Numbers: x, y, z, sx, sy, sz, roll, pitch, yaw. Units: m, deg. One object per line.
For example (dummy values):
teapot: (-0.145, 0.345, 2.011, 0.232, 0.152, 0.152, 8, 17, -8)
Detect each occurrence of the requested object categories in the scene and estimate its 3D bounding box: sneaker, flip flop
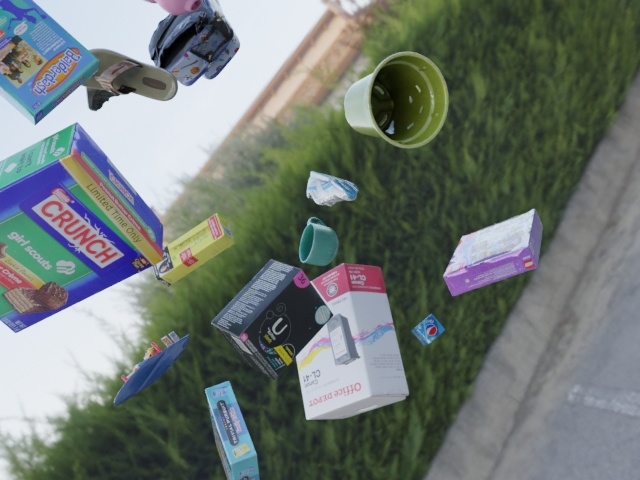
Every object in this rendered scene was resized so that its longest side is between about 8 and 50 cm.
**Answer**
sneaker: (0.037, -0.146, 2.154, 0.229, 0.087, 0.092, 28, 105, 57)
sneaker: (-0.609, -0.432, 2.027, 0.227, 0.130, 0.087, 139, 126, -68)
flip flop: (-0.512, -0.422, 1.841, 0.080, 0.277, 0.112, -101, 28, -59)

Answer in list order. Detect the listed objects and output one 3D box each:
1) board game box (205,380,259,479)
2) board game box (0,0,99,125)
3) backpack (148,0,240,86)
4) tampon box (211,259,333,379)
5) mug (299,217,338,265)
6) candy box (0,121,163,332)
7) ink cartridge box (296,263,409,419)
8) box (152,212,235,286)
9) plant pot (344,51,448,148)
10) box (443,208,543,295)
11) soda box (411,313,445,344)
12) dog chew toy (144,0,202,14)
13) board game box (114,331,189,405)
board game box: (-0.256, 0.619, 2.091, 0.079, 0.254, 0.336, -17, -42, -16)
board game box: (-0.522, -0.329, 1.230, 0.160, 0.210, 0.047, -50, 6, -22)
backpack: (-0.394, -0.614, 2.165, 0.263, 0.213, 0.276, -39, 45, 16)
tampon box: (-0.082, 0.136, 1.234, 0.161, 0.120, 0.101, -47, 33, -20)
mug: (0.002, 0.004, 2.277, 0.129, 0.097, 0.158, 174, 108, -69)
candy box: (-0.473, -0.014, 1.211, 0.317, 0.268, 0.122, -26, 41, 7)
ink cartridge box: (0.054, 0.234, 1.612, 0.131, 0.306, 0.226, 11, -31, -40)
box: (-0.350, 0.027, 1.923, 0.232, 0.087, 0.058, -31, -35, 11)
plant pot: (0.206, -0.417, 2.155, 0.276, 0.276, 0.254, -52, 22, -12)
box: (0.414, 0.023, 1.662, 0.201, 0.057, 0.293, -22, 10, 26)
soda box: (0.343, 0.289, 2.261, 0.071, 0.067, 0.210, -40, -10, -3)
dog chew toy: (-0.428, -0.702, 1.787, 0.206, 0.332, 0.206, -44, -9, -9)
board game box: (-0.301, 0.214, 1.218, 0.133, 0.033, 0.169, -52, -12, 28)
